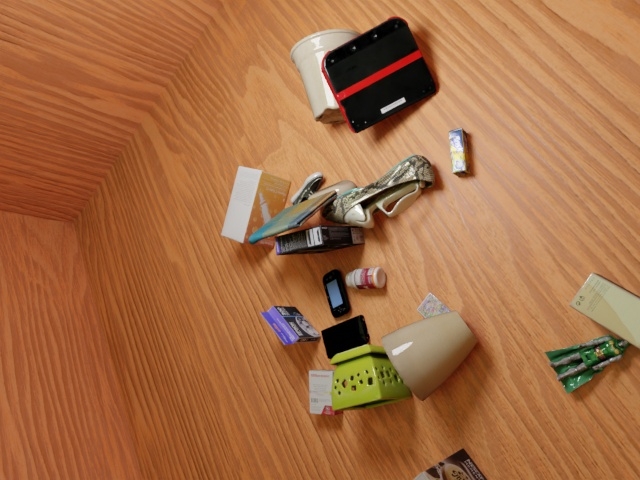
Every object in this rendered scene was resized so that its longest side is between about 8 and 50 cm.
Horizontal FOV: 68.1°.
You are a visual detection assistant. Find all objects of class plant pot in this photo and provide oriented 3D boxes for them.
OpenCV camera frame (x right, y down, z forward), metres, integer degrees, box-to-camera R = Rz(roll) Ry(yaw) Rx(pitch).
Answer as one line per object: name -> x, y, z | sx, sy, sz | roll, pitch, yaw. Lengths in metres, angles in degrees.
plant pot -> 0.397, 0.372, 1.650 | 0.274, 0.256, 0.257 | -36, 61, 10
plant pot -> 0.057, -0.688, 2.060 | 0.333, 0.333, 0.306 | -13, 86, 36
plant pot -> 0.179, 0.517, 1.794 | 0.227, 0.228, 0.207 | -27, 59, 32

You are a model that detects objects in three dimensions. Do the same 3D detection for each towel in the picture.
towel -> -0.120, -0.091, 1.956 | 0.370, 0.271, 0.040 | -15, 113, 51

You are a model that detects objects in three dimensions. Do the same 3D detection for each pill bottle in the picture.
pill bottle -> 0.183, 0.156, 1.934 | 0.151, 0.086, 0.086 | -8, 77, 38

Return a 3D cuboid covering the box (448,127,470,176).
box -> 0.520, -0.329, 1.770 | 0.054, 0.059, 0.169 | -10, 76, 34

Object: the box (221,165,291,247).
box -> -0.310, -0.157, 2.288 | 0.168, 0.215, 0.346 | 17, 93, 38

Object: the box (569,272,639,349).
box -> 0.891, 0.225, 1.333 | 0.311, 0.147, 0.121 | 39, 107, 37

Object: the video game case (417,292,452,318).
video game case -> 0.429, 0.266, 1.770 | 0.122, 0.011, 0.087 | 45, 109, 34

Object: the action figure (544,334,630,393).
action figure -> 0.815, 0.351, 1.427 | 0.232, 0.063, 0.137 | -35, 59, 24

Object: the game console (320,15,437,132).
game console -> 0.227, -0.664, 1.894 | 0.386, 0.060, 0.342 | -27, 98, 6

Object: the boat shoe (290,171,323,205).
boat shoe -> -0.051, -0.223, 2.192 | 0.219, 0.077, 0.070 | -47, 56, 31

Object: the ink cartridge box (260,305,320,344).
ink cartridge box -> -0.131, 0.365, 2.064 | 0.206, 0.208, 0.045 | 44, 112, 34

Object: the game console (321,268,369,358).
game console -> 0.075, 0.307, 2.019 | 0.213, 0.043, 0.362 | -29, 65, 31

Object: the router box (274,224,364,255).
router box -> 0.000, 0.000, 1.959 | 0.242, 0.308, 0.081 | -13, 83, 35

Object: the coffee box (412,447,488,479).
coffee box -> 0.413, 0.801, 1.508 | 0.119, 0.297, 0.168 | -54, 56, 22

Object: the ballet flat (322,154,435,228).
ballet flat -> 0.227, -0.156, 1.861 | 0.482, 0.164, 0.182 | -28, 57, 17

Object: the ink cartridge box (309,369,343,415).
ink cartridge box -> 0.023, 0.633, 1.984 | 0.127, 0.072, 0.175 | -10, 76, 37

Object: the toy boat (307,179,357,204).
toy boat -> 0.068, -0.165, 2.066 | 0.231, 0.151, 0.151 | -18, 102, 35
